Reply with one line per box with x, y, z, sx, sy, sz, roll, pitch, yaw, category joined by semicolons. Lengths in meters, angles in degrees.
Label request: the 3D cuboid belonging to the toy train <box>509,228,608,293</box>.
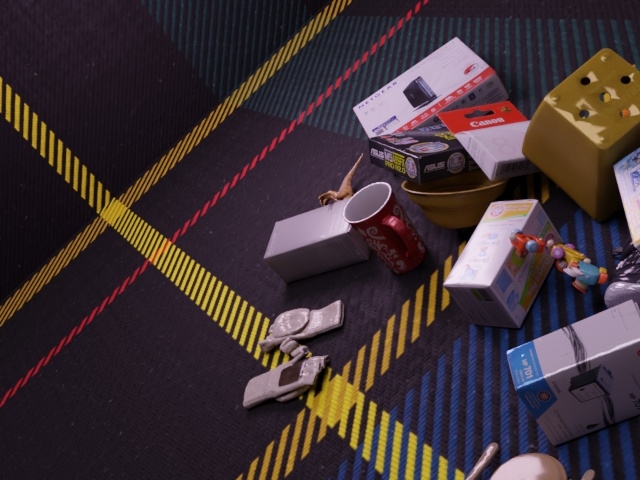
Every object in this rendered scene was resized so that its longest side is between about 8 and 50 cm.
0.377;0.038;1.291;0.166;0.125;0.046;48;127;55;toy train

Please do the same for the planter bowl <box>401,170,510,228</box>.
0.275;-0.080;1.615;0.217;0.090;0.217;-8;16;2;planter bowl

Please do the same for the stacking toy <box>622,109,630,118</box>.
0.666;-0.256;1.435;0.166;0.175;0.302;-50;18;-21;stacking toy

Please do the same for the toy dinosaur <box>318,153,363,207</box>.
0.058;-0.112;1.981;0.112;0.064;0.212;-10;46;12;toy dinosaur

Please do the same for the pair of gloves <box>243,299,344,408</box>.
-0.058;0.224;1.648;0.204;0.042;0.240;-18;35;32;pair of gloves

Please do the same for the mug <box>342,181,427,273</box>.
0.137;-0.009;1.624;0.113;0.169;0.150;-29;32;16;mug

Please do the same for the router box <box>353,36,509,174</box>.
0.266;-0.344;2.030;0.335;0.082;0.301;-34;30;8;router box

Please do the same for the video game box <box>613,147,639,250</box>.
0.538;-0.093;1.193;0.187;0.048;0.205;-36;27;33;video game box

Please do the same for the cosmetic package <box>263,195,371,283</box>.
0.000;0.000;1.831;0.237;0.107;0.127;-16;39;29;cosmetic package

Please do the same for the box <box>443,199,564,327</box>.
0.323;0.038;1.409;0.103;0.114;0.203;-1;47;50;box

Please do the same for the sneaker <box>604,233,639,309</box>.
0.553;0.019;1.195;0.268;0.101;0.153;-20;37;34;sneaker

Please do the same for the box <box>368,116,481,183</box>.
0.269;-0.197;1.721;0.270;0.060;0.216;-14;22;-20;box

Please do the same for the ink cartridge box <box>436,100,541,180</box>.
0.369;-0.221;1.618;0.189;0.066;0.232;-12;51;-19;ink cartridge box

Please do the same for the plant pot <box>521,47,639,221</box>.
0.490;-0.201;1.397;0.212;0.187;0.212;-39;61;-1;plant pot

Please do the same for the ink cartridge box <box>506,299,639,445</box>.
0.378;0.186;1.120;0.190;0.140;0.082;-26;31;20;ink cartridge box

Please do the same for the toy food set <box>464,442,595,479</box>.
0.282;0.351;1.113;0.132;0.039;0.192;-45;24;-25;toy food set
